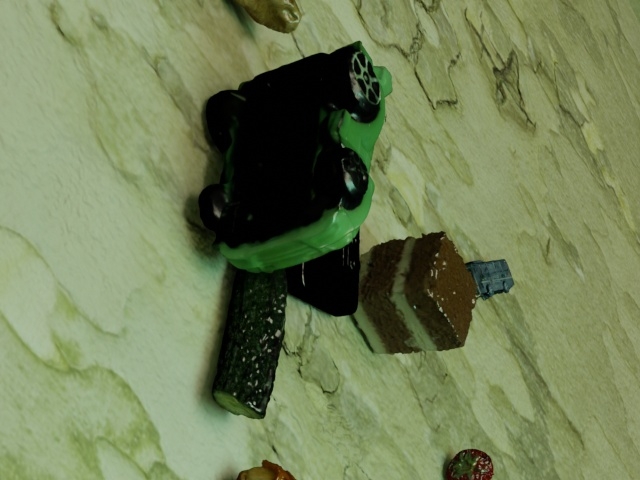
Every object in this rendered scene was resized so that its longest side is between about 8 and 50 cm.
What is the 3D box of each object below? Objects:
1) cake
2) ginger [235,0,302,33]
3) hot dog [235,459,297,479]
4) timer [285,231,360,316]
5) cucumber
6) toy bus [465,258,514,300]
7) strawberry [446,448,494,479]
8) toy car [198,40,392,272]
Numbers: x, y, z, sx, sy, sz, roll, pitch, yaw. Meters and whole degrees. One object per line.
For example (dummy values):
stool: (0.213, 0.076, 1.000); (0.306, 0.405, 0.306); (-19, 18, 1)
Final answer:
cake: (0.128, 0.080, 2.213); (0.134, 0.147, 0.135); (56, 34, -29)
ginger: (-0.097, -0.372, 2.098); (0.205, 0.081, 0.115); (49, 24, -29)
hot dog: (0.001, 0.412, 1.854); (0.349, 0.117, 0.158); (60, 32, -26)
timer: (0.000, 0.000, 2.125); (0.144, 0.055, 0.187); (29, 56, -51)
cucumber: (-0.078, 0.108, 1.902); (0.077, 0.077, 0.265); (50, 37, -38)
toy bus: (0.269, 0.065, 2.583); (0.166, 0.047, 0.065); (-5, 76, -63)
strawberry: (0.228, 0.353, 2.351); (0.083, 0.073, 0.073); (64, 26, -51)
toy car: (-0.016, -0.109, 1.963); (0.176, 0.213, 0.358); (48, 34, -42)
